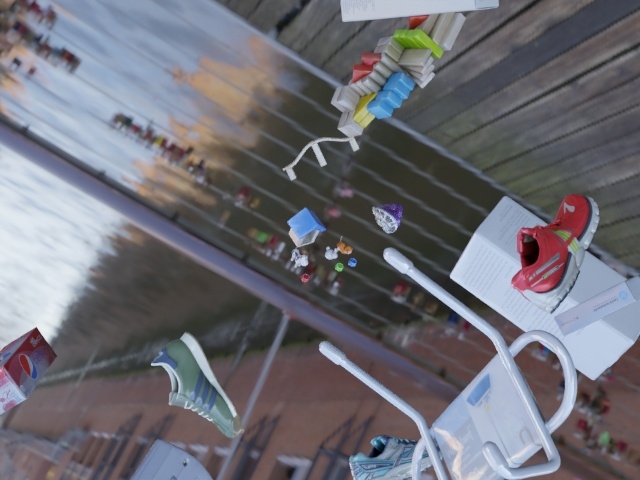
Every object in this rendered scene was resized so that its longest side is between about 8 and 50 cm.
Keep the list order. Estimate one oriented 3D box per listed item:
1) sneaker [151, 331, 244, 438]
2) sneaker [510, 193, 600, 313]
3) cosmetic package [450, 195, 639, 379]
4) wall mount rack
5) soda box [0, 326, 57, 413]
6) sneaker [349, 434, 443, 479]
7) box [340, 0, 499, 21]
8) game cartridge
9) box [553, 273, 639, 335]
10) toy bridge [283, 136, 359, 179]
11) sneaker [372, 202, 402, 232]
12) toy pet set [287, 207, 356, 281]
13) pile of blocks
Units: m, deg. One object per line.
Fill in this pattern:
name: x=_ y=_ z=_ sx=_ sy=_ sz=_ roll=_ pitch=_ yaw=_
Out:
sneaker: x=-0.206 y=0.252 z=1.573 sx=0.192 sy=0.086 sz=0.064 roll=62 pitch=154 yaw=-4
sneaker: x=0.409 y=-0.001 z=1.708 sx=0.118 sy=0.279 sz=0.107 roll=30 pitch=139 yaw=1
cosmetic package: x=0.575 y=0.119 z=2.419 sx=0.453 sy=0.161 sz=0.230 roll=37 pitch=149 yaw=11
wall mount rack: x=0.138 y=0.191 z=1.164 sx=0.130 sy=0.304 sz=0.350 roll=0 pitch=141 yaw=-31
soda box: x=-0.626 y=0.266 z=1.978 sx=0.083 sy=0.092 sz=0.263 roll=58 pitch=-176 yaw=-12
sneaker: x=0.188 y=0.503 z=2.276 sx=0.110 sy=0.283 sz=0.122 roll=-41 pitch=72 yaw=49
box: x=0.168 y=-0.449 z=1.691 sx=0.275 sy=0.113 sz=0.094 roll=6 pitch=-164 yaw=36
game cartridge: x=-0.264 y=0.494 z=1.730 sx=0.060 sy=0.196 sz=0.294 roll=14 pitch=143 yaw=32
box: x=0.482 y=0.089 z=1.552 sx=0.145 sy=0.186 sz=0.038 roll=-36 pitch=76 yaw=42
toy bridge: x=-0.005 y=-0.209 z=2.316 sx=0.026 sy=0.188 sz=0.063 roll=-95 pitch=-19 yaw=-74
sneaker: x=0.174 y=-0.068 z=2.404 sx=0.170 sy=0.071 sz=0.068 roll=-119 pitch=4 yaw=-76
toy pet set: x=0.000 y=0.000 z=1.750 sx=0.114 sy=0.122 sz=0.065 roll=56 pitch=144 yaw=23
pile of blocks: x=0.152 y=-0.379 z=2.099 sx=0.113 sy=0.362 sz=0.149 roll=32 pitch=-166 yaw=-34
